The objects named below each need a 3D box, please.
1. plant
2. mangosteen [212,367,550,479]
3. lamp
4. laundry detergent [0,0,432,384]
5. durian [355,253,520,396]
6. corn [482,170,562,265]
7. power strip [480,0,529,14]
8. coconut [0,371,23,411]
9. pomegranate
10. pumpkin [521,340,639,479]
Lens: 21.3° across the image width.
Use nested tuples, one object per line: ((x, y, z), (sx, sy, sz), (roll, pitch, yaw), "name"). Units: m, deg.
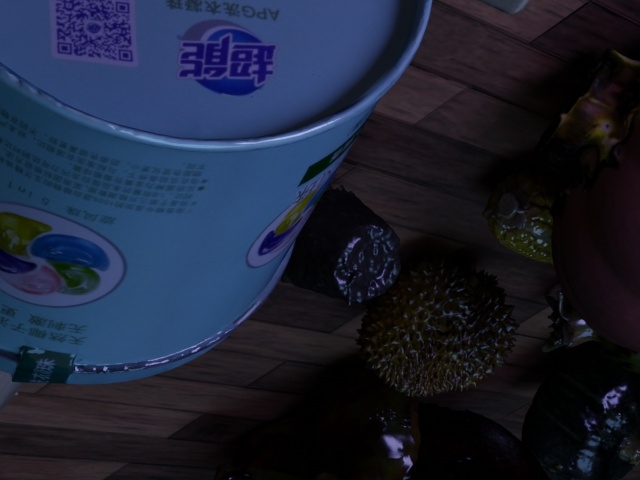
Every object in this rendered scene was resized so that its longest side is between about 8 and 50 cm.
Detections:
((0.000, 0.000, 1.417), (0.094, 0.143, 0.092), (-24, 120, -25), "plant")
((0.082, 0.340, 1.945), (0.381, 0.421, 0.381), (-39, -170, 8), "mangosteen")
((0.302, -0.054, 1.398), (0.305, 0.240, 0.305), (-56, -179, 2), "lamp")
((-0.123, -0.088, 0.958), (0.287, 0.287, 0.305), (-7, 152, -25), "laundry detergent")
((0.116, 0.087, 1.681), (0.158, 0.137, 0.168), (19, 130, -24), "durian")
((0.225, -0.014, 1.612), (0.080, 0.080, 0.238), (-30, 156, 22), "corn")
((0.135, -0.248, 1.034), (0.105, 0.070, 0.256), (22, 141, -11), "power strip")
((-0.308, 0.058, 1.199), (0.241, 0.241, 0.241), (-16, 155, -8), "coconut")
((0.329, 0.071, 1.814), (0.169, 0.148, 0.148), (9, 152, -1), "pomegranate")
((0.335, 0.211, 2.035), (0.211, 0.152, 0.211), (-45, 152, -32), "pumpkin")
